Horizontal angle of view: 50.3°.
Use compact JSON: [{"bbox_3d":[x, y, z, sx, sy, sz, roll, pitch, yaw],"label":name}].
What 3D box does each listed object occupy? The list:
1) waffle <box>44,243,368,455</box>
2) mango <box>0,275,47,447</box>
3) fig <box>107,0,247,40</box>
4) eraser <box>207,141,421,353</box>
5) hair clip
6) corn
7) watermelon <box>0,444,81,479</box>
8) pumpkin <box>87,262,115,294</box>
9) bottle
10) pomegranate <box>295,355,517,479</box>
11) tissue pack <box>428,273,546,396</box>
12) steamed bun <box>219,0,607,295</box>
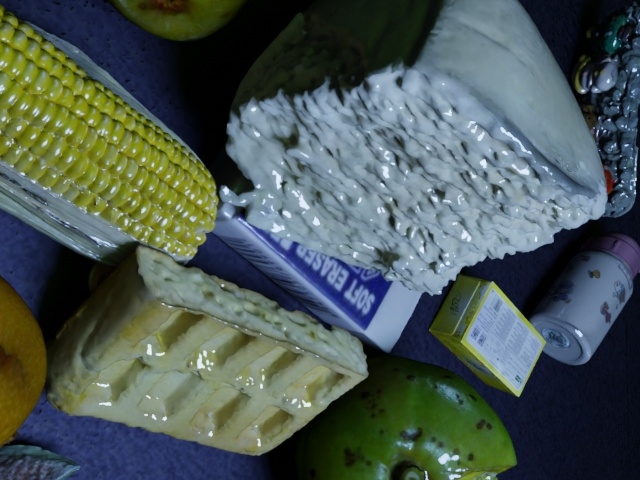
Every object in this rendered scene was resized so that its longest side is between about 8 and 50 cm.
[{"bbox_3d":[-0.098,0.118,0.621,0.168,0.057,0.274,-43,133,22],"label":"waffle"},{"bbox_3d":[-0.278,0.051,0.449,0.136,0.166,0.236,-48,124,-30],"label":"mango"},{"bbox_3d":[-0.121,-0.257,0.576,0.147,0.186,0.142,26,124,-20],"label":"fig"},{"bbox_3d":[0.000,0.000,0.725,0.279,0.081,0.124,43,68,-35],"label":"eraser"},{"bbox_3d":[0.427,-0.197,1.042,0.091,0.138,0.322,1,97,-10],"label":"hair clip"},{"bbox_3d":[-0.212,-0.082,0.524,0.123,0.122,0.305,-43,124,10],"label":"corn"},{"bbox_3d":[-0.275,0.210,0.526,0.180,0.094,0.081,-35,115,-48],"label":"watermelon"},{"bbox_3d":[-0.174,0.043,0.620,0.083,0.028,0.050,34,73,-29],"label":"pumpkin"},{"bbox_3d":[0.428,0.080,1.079,0.233,0.110,0.110,-46,122,-26],"label":"bottle"},{"bbox_3d":[0.097,0.247,0.777,0.302,0.235,0.236,31,74,-72],"label":"pomegranate"},{"bbox_3d":[0.237,0.134,0.957,0.176,0.062,0.095,42,72,-36],"label":"tissue pack"},{"bbox_3d":[0.108,-0.098,0.583,0.290,0.272,0.274,40,67,-40],"label":"steamed bun"}]
